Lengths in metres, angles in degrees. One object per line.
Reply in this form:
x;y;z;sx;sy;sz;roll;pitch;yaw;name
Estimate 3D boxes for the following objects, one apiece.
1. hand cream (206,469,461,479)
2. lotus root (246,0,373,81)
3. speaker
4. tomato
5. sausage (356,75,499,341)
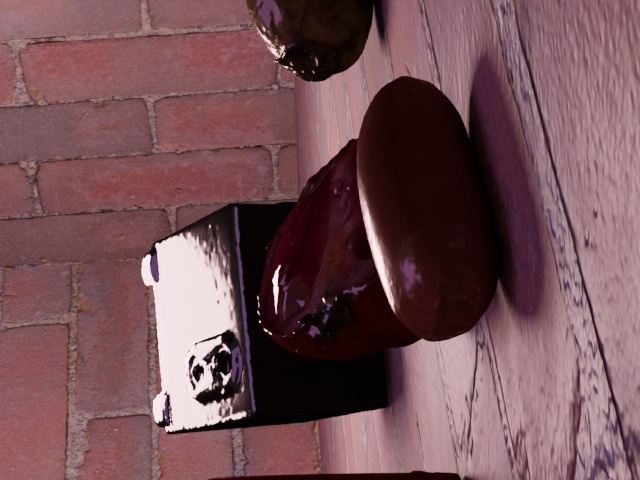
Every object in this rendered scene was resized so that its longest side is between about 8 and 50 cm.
0.008;0.221;1.053;0.193;0.193;0.125;99;170;-78;hand cream
-0.015;-0.272;1.492;0.145;0.128;0.260;72;-168;-58;lotus root
-0.070;0.089;1.721;0.254;0.184;0.232;-20;72;59;speaker
0.044;0.007;1.065;0.189;0.099;0.173;-35;31;41;tomato
0.058;-0.023;0.883;0.194;0.077;0.077;-97;4;-50;sausage
